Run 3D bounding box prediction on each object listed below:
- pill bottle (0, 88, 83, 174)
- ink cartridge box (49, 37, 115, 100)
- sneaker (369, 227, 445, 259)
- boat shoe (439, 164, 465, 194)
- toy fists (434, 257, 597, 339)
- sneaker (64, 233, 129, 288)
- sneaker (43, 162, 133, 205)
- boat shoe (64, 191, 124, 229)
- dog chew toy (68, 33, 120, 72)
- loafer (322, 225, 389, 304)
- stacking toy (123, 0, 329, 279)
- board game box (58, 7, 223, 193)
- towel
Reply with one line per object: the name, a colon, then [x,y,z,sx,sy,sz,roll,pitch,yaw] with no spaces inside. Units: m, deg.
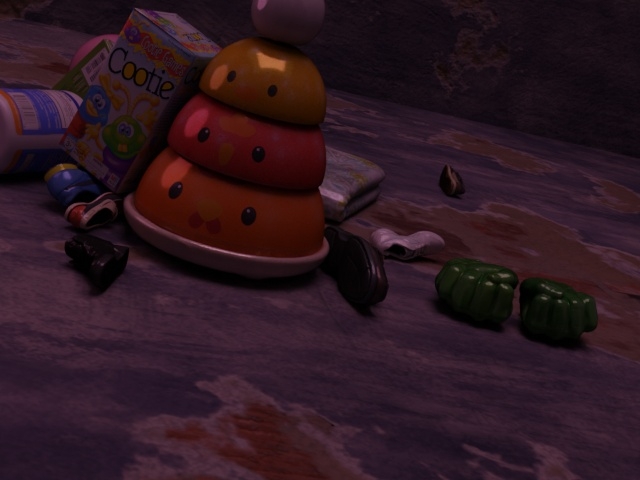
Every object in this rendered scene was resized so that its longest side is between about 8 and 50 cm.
pill bottle: [-0.511,-0.199,1.890,0.152,0.152,0.272,24,18,29]
ink cartridge box: [-0.423,-0.294,2.213,0.255,0.189,0.097,25,30,-56]
sneaker: [0.171,0.015,1.977,0.152,0.053,0.061,2,29,-21]
boat shoe: [0.342,-0.150,2.681,0.049,0.056,0.152,18,25,-9]
toy fists: [0.331,0.097,1.751,0.279,0.096,0.142,15,17,-3]
sneaker: [-0.330,0.025,1.487,0.089,0.051,0.170,15,11,2]
sneaker: [-0.384,-0.080,1.788,0.082,0.069,0.209,55,23,18]
boat shoe: [-0.358,-0.045,1.695,0.043,0.049,0.137,25,21,21]
dog chew toy: [-0.467,-0.382,2.493,0.207,0.206,0.332,18,8,10]
loafer: [0.072,0.039,1.727,0.084,0.096,0.267,15,13,-21]
stacking toy: [-0.108,-0.207,1.682,0.351,0.479,0.350,13,16,-4]
board game box: [-0.295,-0.235,1.758,0.142,0.275,0.144,39,19,13]
towel: [-0.046,-0.151,2.263,0.321,0.090,0.374,18,16,13]
